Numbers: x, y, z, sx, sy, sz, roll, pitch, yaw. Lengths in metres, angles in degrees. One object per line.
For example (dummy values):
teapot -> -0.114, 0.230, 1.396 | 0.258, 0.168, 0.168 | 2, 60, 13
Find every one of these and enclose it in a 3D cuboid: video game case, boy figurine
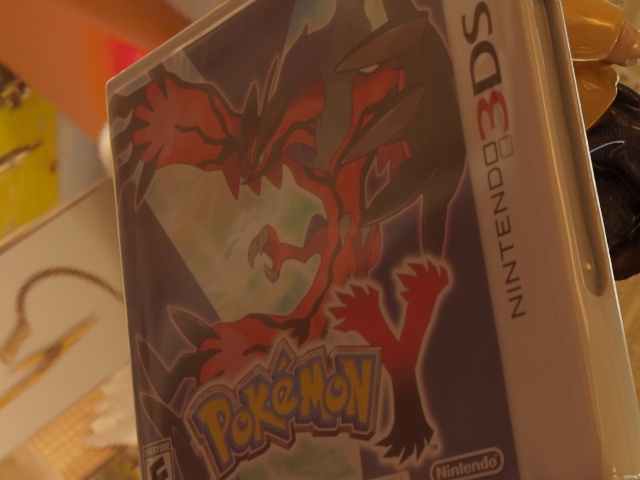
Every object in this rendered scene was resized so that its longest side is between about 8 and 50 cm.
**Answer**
video game case -> 0.000, 0.000, 0.430 | 0.201, 0.023, 0.184 | -24, -113, 46
boy figurine -> 0.105, -0.094, 0.806 | 0.285, 0.092, 0.177 | 39, -39, -12
